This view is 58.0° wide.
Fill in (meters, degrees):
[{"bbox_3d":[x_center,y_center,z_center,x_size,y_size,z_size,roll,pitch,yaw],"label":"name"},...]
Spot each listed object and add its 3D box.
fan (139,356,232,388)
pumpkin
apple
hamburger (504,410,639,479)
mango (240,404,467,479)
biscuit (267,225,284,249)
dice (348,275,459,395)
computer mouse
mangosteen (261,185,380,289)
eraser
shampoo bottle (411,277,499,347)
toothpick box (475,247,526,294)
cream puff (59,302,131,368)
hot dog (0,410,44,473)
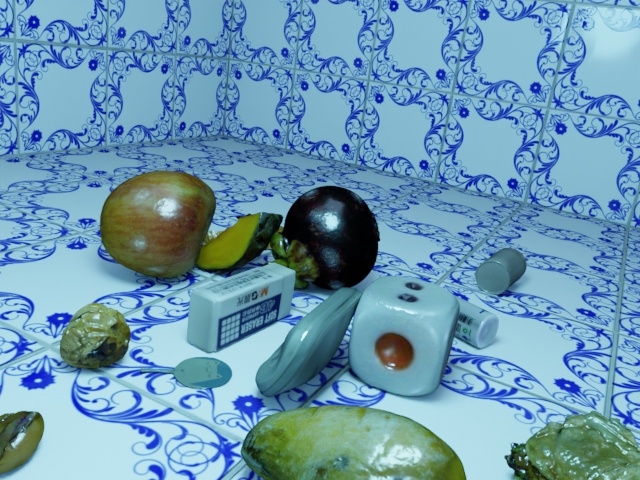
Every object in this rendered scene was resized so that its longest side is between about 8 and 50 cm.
[{"bbox_3d":[-0.259,0.254,1.121,0.176,0.005,0.113,5,19,-13],"label":"fan"},{"bbox_3d":[-0.234,0.022,1.651,0.313,0.148,0.169,-9,-16,30],"label":"pumpkin"},{"bbox_3d":[-0.429,-0.048,1.506,0.302,0.301,0.301,7,18,-2],"label":"apple"},{"bbox_3d":[0.408,0.373,0.893,0.206,0.129,0.183,-15,21,-9],"label":"hamburger"},{"bbox_3d":[0.043,0.323,0.817,0.330,0.175,0.177,0,-15,44],"label":"mango"},{"bbox_3d":[-0.168,-0.012,1.966,0.232,0.013,0.237,23,24,38],"label":"biscuit"},{"bbox_3d":[0.173,0.192,1.194,0.194,0.193,0.192,13,20,20],"label":"dice"},{"bbox_3d":[-0.008,0.198,1.138,0.095,0.197,0.331,46,29,7],"label":"computer mouse"},{"bbox_3d":[0.012,0.002,1.598,0.314,0.296,0.297,-26,1,29],"label":"mangosteen"},{"bbox_3d":[-0.172,0.144,1.306,0.081,0.124,0.279,19,21,30],"label":"eraser"},{"bbox_3d":[0.303,0.170,1.479,0.092,0.092,0.303,-8,23,-39],"label":"shampoo bottle"},{"bbox_3d":[0.562,0.093,1.791,0.111,0.111,0.181,19,22,30],"label":"toothpick box"},{"bbox_3d":[-0.427,0.188,1.094,0.133,0.119,0.104,-31,53,-21],"label":"cream puff"},{"bbox_3d":[-0.461,0.292,0.837,0.090,0.060,0.140,7,21,11],"label":"hot dog"}]
